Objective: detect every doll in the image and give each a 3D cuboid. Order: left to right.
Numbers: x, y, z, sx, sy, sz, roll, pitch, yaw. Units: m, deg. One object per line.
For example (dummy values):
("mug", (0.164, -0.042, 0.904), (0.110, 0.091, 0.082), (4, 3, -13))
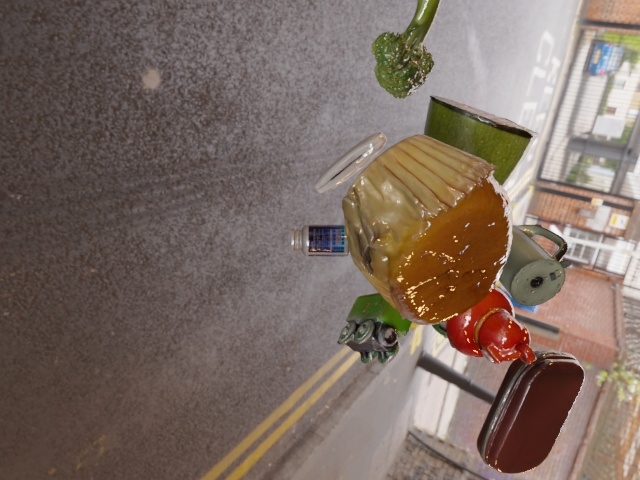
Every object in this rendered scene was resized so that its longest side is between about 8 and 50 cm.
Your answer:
("doll", (0.321, 0.155, 1.061), (0.160, 0.363, 0.182), (-34, 120, -7))

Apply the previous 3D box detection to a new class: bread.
("bread", (0.178, 0.001, 0.781), (0.236, 0.183, 0.388), (-44, 151, -3))

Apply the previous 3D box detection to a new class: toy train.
("toy train", (0.210, 0.327, 1.881), (0.248, 0.174, 0.307), (-59, -164, -23))

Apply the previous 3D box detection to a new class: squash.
("squash", (0.395, -0.217, 1.403), (0.310, 0.311, 0.308), (-23, 138, -59))

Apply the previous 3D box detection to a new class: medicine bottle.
("medicine bottle", (0.000, 0.000, 1.635), (0.107, 0.192, 0.106), (-179, -90, -90))

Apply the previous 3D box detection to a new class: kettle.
("kettle", (0.629, 0.052, 1.511), (0.165, 0.241, 0.255), (57, 9, -27))

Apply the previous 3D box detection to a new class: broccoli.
("broccoli", (0.228, -0.565, 1.429), (0.254, 0.186, 0.302), (-48, 148, -26))

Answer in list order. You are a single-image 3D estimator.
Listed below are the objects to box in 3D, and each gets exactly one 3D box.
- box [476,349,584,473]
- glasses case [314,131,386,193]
("box", (0.612, 0.501, 1.449), (0.263, 0.108, 0.403), (9, 107, -27))
("glasses case", (0.077, -0.204, 1.310), (0.233, 0.059, 0.092), (-37, -174, 26))
